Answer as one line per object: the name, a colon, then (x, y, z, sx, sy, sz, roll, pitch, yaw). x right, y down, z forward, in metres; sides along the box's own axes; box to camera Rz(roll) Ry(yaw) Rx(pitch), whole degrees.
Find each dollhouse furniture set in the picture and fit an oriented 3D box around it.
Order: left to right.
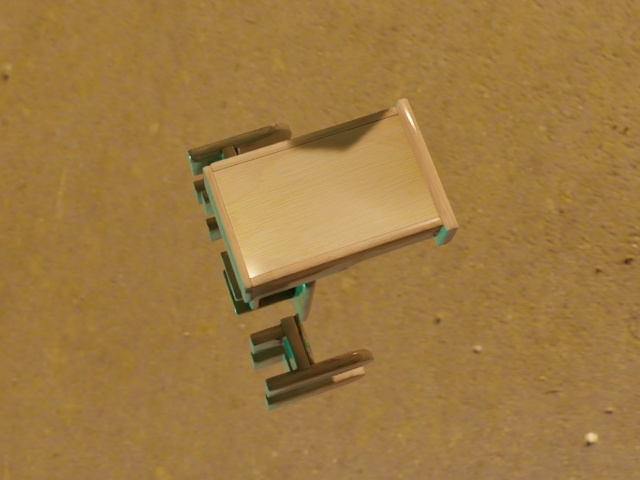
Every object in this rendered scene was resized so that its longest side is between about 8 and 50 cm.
dollhouse furniture set: (0.000, 0.000, 0.920, 0.161, 0.242, 0.212, -18, 76, -8)
